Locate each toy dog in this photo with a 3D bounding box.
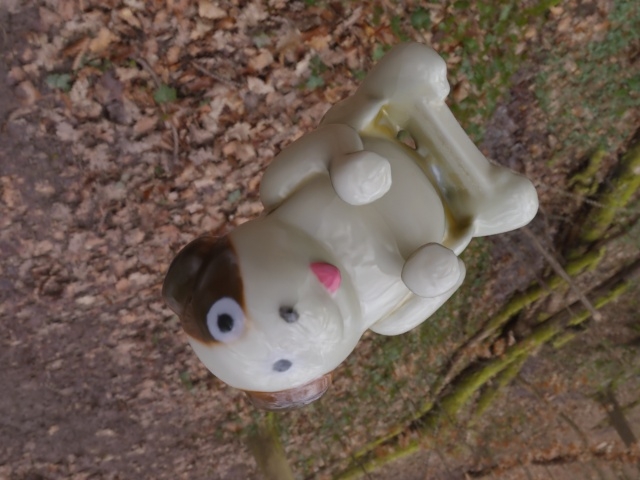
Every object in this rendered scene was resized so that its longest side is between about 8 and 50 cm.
[{"bbox_3d":[0.000,0.000,0.892,0.395,0.285,0.408,-13,-154,46],"label":"toy dog"}]
